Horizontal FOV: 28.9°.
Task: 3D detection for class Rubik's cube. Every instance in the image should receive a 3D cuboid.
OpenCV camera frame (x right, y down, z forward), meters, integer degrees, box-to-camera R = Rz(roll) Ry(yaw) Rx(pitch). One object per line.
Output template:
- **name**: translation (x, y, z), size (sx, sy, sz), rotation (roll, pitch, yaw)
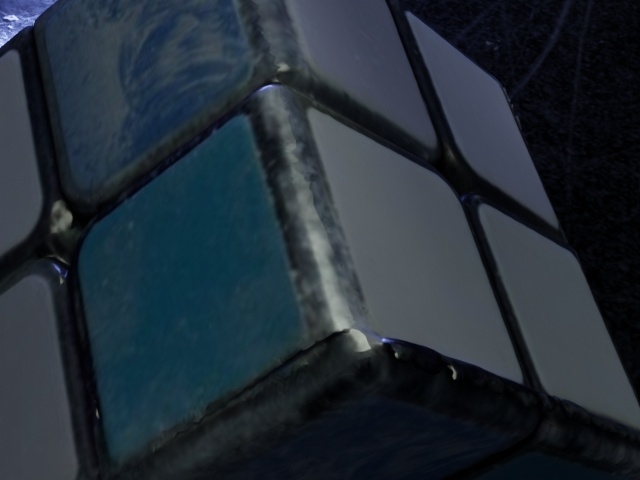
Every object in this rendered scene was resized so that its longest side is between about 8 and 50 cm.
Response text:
- **Rubik's cube**: translation (-0.040, 0.038, 0.738), size (0.316, 0.318, 0.313), rotation (26, 40, -49)
